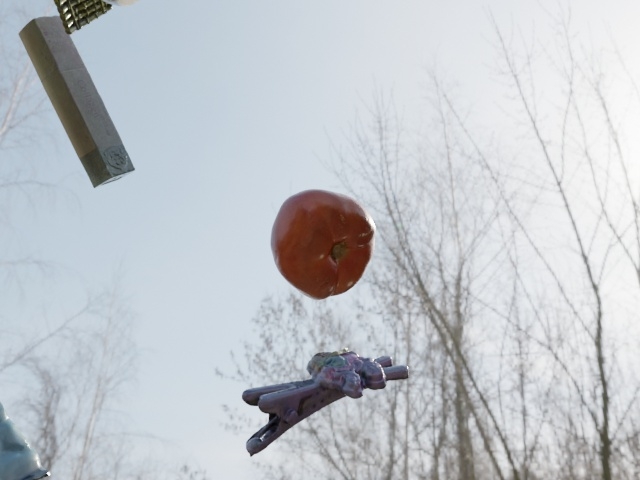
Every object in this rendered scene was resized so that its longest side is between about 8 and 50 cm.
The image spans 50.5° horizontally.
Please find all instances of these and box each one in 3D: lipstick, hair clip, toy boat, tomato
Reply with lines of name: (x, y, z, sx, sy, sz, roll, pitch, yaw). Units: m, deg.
lipstick: (-0.458, -0.260, 1.280, 0.068, 0.066, 0.317, -19, -82, 39)
hair clip: (0.006, 0.225, 1.026, 0.278, 0.090, 0.137, -24, 17, -22)
toy boat: (-0.396, -0.396, 1.138, 0.016, 0.115, 0.063, 11, -47, 24)
tomato: (-0.002, 0.004, 1.504, 0.260, 0.260, 0.180, 35, -6, -40)

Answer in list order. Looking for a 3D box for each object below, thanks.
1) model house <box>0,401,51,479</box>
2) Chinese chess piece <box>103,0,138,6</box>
model house: (-0.512, 0.176, 0.585, 0.297, 0.339, 0.360, -30, -2, 39)
Chinese chess piece: (-0.272, -0.482, 1.016, 0.102, 0.273, 0.273, 36, -40, -7)
